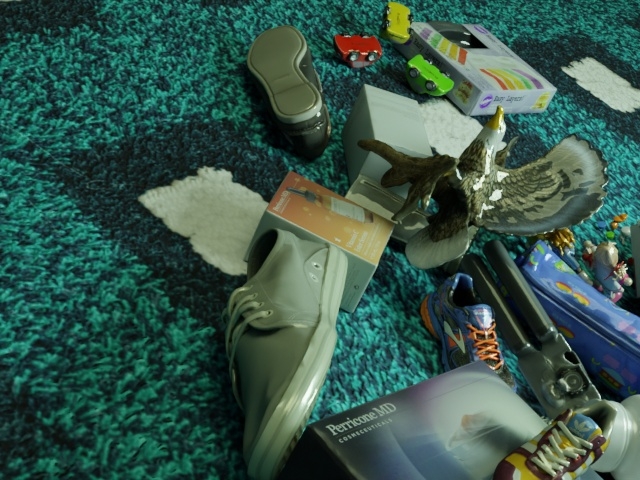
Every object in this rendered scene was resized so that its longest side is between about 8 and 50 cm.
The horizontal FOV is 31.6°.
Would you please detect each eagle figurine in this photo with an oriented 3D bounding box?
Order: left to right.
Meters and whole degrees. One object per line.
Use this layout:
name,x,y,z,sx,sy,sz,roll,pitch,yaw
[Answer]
eagle figurine,0.240,-0.084,1.619,0.298,0.225,0.226,8,48,-42

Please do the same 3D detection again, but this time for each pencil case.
pencil case,0.394,0.124,1.643,0.306,0.119,0.133,37,-7,18

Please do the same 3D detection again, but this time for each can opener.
can opener,0.297,0.133,1.587,0.283,0.076,0.095,62,12,24

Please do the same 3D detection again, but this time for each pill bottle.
pill bottle,0.450,0.269,1.476,0.221,0.124,0.124,13,35,-13

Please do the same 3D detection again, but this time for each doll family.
doll family,0.369,0.001,1.774,0.118,0.163,0.263,-30,55,-3

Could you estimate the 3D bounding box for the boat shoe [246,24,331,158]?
boat shoe,-0.053,-0.254,1.917,0.112,0.095,0.335,-17,37,0

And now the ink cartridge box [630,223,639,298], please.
ink cartridge box,0.614,0.033,1.918,0.175,0.072,0.127,1,82,-34

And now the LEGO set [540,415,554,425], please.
LEGO set,0.298,0.250,1.494,0.083,0.023,0.054,-2,42,-36

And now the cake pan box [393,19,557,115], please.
cake pan box,0.313,-0.355,2.315,0.245,0.070,0.267,-5,43,-42

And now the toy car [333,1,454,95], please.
toy car,0.157,-0.348,2.196,0.225,0.053,0.239,41,48,10

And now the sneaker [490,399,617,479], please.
sneaker,0.232,0.209,1.116,0.069,0.084,0.185,39,32,19

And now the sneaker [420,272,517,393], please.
sneaker,0.205,0.130,1.540,0.083,0.087,0.221,3,39,-31

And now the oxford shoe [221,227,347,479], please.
oxford shoe,-0.056,0.117,1.311,0.130,0.169,0.449,25,25,-8

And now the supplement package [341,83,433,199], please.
supplement package,0.106,-0.158,1.858,0.105,0.105,0.179,17,33,-16

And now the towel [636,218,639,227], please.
towel,0.645,0.102,1.813,0.248,0.038,0.325,-5,70,-35

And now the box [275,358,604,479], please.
box,0.141,0.306,1.166,0.296,0.183,0.294,-13,48,-45

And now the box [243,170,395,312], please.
box,0.000,0.000,1.577,0.170,0.091,0.130,26,33,0

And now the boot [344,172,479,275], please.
boot,0.143,-0.042,1.767,0.208,0.076,0.189,25,30,10

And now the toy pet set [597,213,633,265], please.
toy pet set,0.572,0.009,2.012,0.114,0.065,0.122,-20,42,-4
